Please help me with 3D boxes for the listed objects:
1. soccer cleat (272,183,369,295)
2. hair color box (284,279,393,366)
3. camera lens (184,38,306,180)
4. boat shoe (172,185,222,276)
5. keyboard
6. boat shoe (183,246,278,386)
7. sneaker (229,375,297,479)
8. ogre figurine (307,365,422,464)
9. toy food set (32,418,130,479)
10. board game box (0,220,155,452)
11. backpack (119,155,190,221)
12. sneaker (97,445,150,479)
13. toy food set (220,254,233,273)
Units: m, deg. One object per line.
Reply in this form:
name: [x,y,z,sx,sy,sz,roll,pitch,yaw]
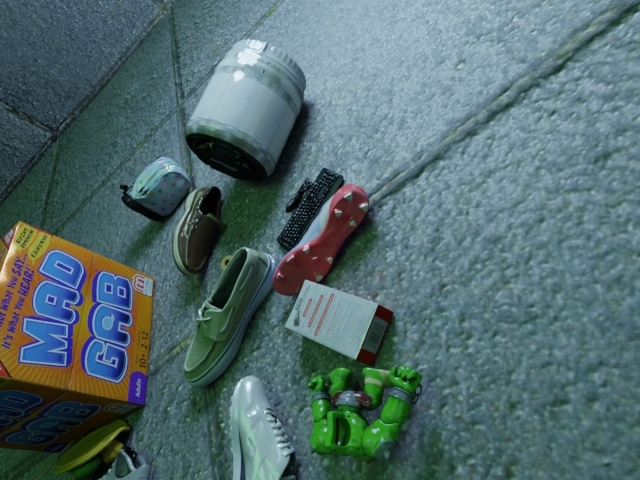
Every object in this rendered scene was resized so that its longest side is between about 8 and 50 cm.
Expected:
soccer cleat: [0.000,0.000,0.836,0.248,0.083,0.095,-52,13,10]
hair color box: [0.027,0.132,0.735,0.167,0.053,0.093,14,76,44]
camera lens: [-0.174,-0.296,1.056,0.220,0.219,0.274,7,70,44]
boat shoe: [-0.294,-0.036,1.099,0.095,0.095,0.257,-21,52,24]
keyboard: [-0.037,-0.071,0.930,0.100,0.038,0.192,30,86,48]
boat shoe: [-0.199,0.147,0.896,0.109,0.094,0.302,23,81,47]
sneaker: [-0.085,0.326,0.705,0.095,0.090,0.234,-23,54,14]
ogre figurine: [0.046,0.240,0.621,0.197,0.096,0.118,-4,50,28]
toy food set: [-0.505,0.481,0.987,0.218,0.071,0.128,-28,12,19]
board game box: [-0.663,0.249,1.057,0.357,0.356,0.356,-33,47,23]
backpack: [-0.467,-0.151,1.302,0.182,0.152,0.115,-49,59,2]
sneaker: [-0.427,0.491,0.907,0.229,0.086,0.132,-15,51,23]
toy food set: [-0.194,0.065,0.997,0.083,0.020,0.083,-19,53,33]
